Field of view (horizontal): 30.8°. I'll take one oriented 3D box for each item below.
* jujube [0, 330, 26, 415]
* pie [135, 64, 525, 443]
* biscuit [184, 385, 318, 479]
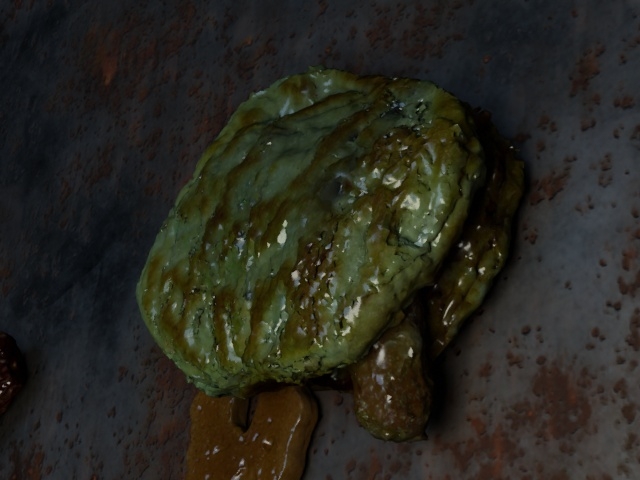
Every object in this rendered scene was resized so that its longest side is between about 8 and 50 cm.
[{"bbox_3d":[-0.501,0.212,1.562,0.236,0.168,0.168,-31,50,8],"label":"jujube"},{"bbox_3d":[-0.011,-0.015,1.194,0.418,0.180,0.395,13,73,44],"label":"pie"},{"bbox_3d":[-0.089,0.278,1.224,0.186,0.044,0.295,-5,65,44],"label":"biscuit"}]
